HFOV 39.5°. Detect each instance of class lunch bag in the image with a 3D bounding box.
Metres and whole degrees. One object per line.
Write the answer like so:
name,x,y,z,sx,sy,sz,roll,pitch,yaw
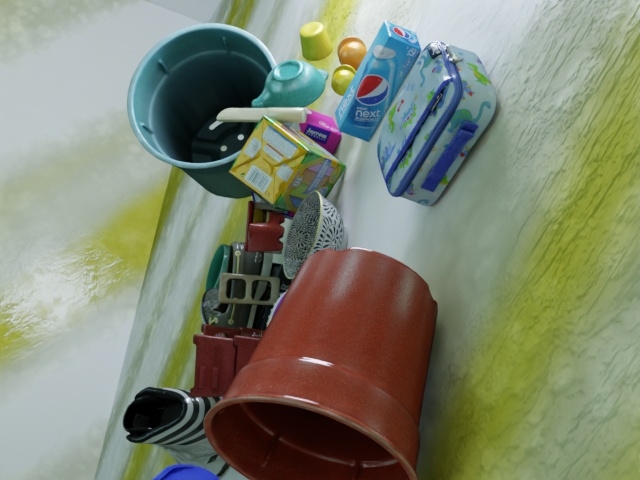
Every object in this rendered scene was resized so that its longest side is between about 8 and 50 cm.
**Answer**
lunch bag,0.167,-0.171,1.321,0.176,0.090,0.219,-98,30,-47

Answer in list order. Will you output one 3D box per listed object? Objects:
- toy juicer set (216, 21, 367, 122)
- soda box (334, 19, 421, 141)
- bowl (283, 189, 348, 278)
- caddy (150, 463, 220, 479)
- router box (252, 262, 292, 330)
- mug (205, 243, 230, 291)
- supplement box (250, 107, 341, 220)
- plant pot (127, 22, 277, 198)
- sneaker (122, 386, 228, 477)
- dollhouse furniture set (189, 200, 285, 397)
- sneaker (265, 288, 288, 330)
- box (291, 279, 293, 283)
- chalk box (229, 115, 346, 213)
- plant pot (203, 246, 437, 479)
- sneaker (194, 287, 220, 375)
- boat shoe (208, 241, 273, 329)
toy juicer set,-0.029,-0.305,1.813,0.329,0.209,0.089,-50,-36,-26
soda box,0.103,-0.291,1.635,0.071,0.067,0.210,-97,30,-51
bowl,0.000,0.000,1.645,0.170,0.080,0.170,-162,90,-72
caddy,-0.187,0.479,1.329,0.179,0.241,0.341,-64,-7,3
router box,-0.108,0.136,1.880,0.133,0.046,0.179,-175,101,-70
mug,-0.213,0.093,2.137,0.129,0.097,0.158,-99,32,-52
supplement box,-0.055,-0.166,1.899,0.114,0.111,0.220,-112,43,-62
plant pot,-0.228,-0.265,2.062,0.334,0.341,0.341,64,-143,-71
sneaker,-0.292,0.380,1.855,0.447,0.257,0.169,139,144,-57
dollhouse furniture set,-0.155,0.105,1.706,0.201,0.152,0.374,148,126,-86
sneaker,-0.037,0.228,1.538,0.146,0.102,0.293,-2,76,66
box,-0.032,0.096,1.730,0.094,0.027,0.137,132,149,-54
chalk box,-0.050,-0.138,1.745,0.132,0.213,0.132,38,102,24
plant pot,0.026,0.169,1.146,0.272,0.272,0.265,-47,16,51
sneaker,-0.247,0.238,2.055,0.163,0.086,0.226,-51,48,50
boat shoe,-0.184,0.152,1.859,0.109,0.091,0.305,-159,86,-75
